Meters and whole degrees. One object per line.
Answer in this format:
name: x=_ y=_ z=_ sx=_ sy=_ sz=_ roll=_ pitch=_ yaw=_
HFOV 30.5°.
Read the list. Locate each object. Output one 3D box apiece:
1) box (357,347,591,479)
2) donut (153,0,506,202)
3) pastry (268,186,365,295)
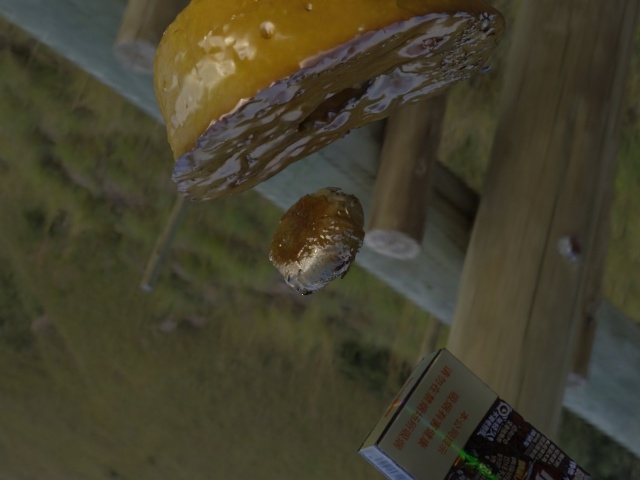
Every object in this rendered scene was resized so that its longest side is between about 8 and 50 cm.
box: x=0.231 y=0.337 z=1.766 sx=0.310 sy=0.198 sz=0.084 roll=41 pitch=153 yaw=-5
donut: x=-0.003 y=-0.138 z=0.884 sx=0.278 sy=0.108 sz=0.277 roll=-24 pitch=170 yaw=-5
pastry: x=-0.004 y=-0.001 z=1.584 sx=0.081 sy=0.153 sz=0.153 roll=41 pitch=148 yaw=-27
